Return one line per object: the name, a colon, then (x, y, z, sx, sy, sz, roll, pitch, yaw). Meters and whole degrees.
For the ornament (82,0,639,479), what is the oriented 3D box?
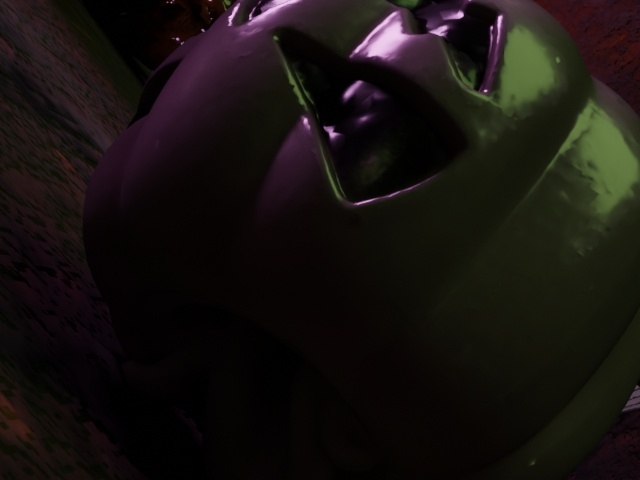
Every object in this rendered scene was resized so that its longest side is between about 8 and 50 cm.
ornament: (0.012, 0.008, 0.461, 0.177, 0.177, 0.177, 53, 2, -3)

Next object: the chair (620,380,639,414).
chair: (0.254, 0.160, 1.644, 0.190, 0.275, 0.203, 53, 4, -23)

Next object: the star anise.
star anise: (-0.152, -0.252, 1.345, 0.346, 0.148, 0.237, 63, -7, -35)
